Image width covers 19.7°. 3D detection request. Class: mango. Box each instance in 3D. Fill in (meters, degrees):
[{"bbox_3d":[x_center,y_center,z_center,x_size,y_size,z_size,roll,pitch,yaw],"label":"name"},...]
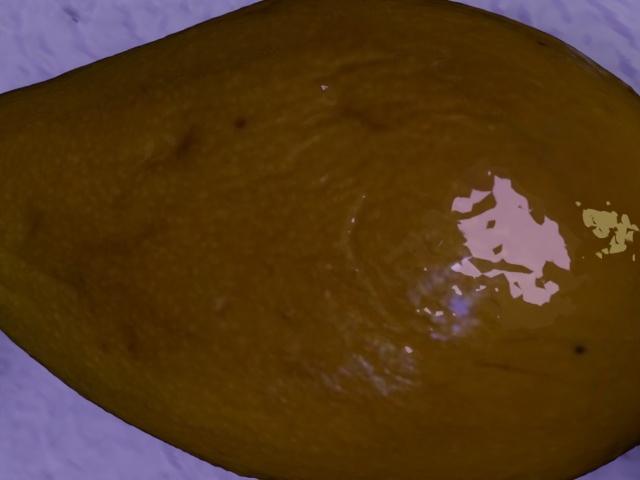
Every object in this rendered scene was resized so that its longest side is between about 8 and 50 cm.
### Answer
[{"bbox_3d":[0.000,0.000,0.642,0.317,0.119,0.176,5,97,20],"label":"mango"}]
